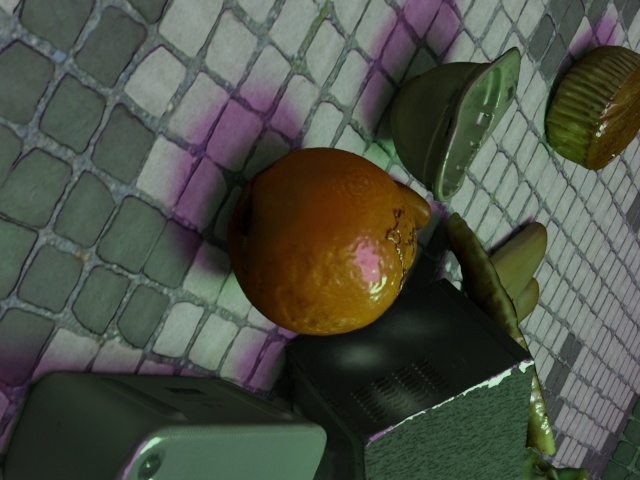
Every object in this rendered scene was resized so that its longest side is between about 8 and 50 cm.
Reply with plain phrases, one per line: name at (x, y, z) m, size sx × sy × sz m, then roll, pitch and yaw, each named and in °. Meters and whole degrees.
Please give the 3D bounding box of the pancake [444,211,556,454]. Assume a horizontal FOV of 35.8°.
pancake at (0.296, 0.157, 1.729) m, size 0.067 × 0.305 × 0.427 m, roll -20°, pitch 93°, yaw -3°

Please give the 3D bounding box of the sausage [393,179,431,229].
sausage at (0.133, -0.059, 1.597) m, size 0.183 × 0.054 × 0.062 m, roll 31°, pitch 56°, yaw -56°

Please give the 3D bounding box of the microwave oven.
microwave oven at (0.135, 0.338, 1.617) m, size 0.374 × 0.236 × 0.432 m, roll -22°, pitch 130°, yaw -21°

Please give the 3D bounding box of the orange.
orange at (0.000, 0.000, 1.279) m, size 0.246 × 0.246 × 0.246 m, roll -34°, pitch 137°, yaw -40°

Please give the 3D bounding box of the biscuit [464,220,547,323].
biscuit at (0.387, 0.111, 2.080) m, size 0.290 × 0.062 × 0.237 m, roll -33°, pitch 136°, yaw -43°

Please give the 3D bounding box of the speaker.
speaker at (-0.182, 0.270, 1.229) m, size 0.406 × 0.184 × 0.183 m, roll 15°, pitch 97°, yaw -58°

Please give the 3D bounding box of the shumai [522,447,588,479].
shumai at (0.376, 0.481, 2.069) m, size 0.324 × 0.323 × 0.397 m, roll -35°, pitch 138°, yaw -37°

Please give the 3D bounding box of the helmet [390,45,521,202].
helmet at (0.184, -0.196, 1.497) m, size 0.257 × 0.137 × 0.204 m, roll -56°, pitch 159°, yaw -18°

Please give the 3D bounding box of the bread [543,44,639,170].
bread at (0.574, -0.274, 2.023) m, size 0.253 × 0.142 × 0.227 m, roll -41°, pitch 148°, yaw -37°
